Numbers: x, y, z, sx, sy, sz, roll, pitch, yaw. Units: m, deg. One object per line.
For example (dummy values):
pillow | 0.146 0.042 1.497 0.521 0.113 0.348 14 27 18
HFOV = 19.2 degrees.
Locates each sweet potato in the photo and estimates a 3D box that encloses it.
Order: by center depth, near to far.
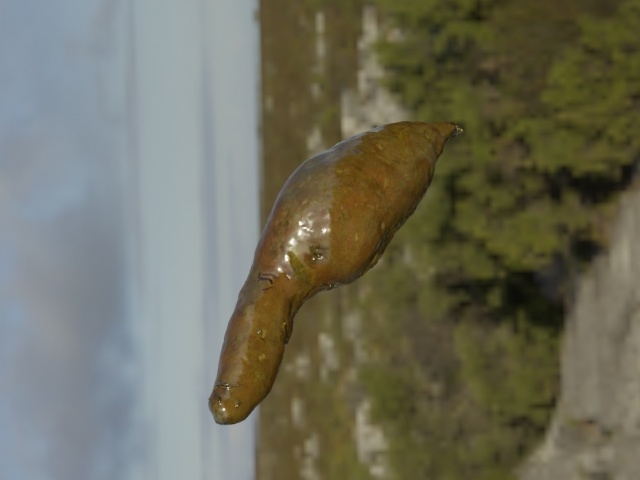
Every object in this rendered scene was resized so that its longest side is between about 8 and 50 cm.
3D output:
sweet potato | -0.003 0.001 1.120 0.269 0.075 0.074 -52 -22 -33
